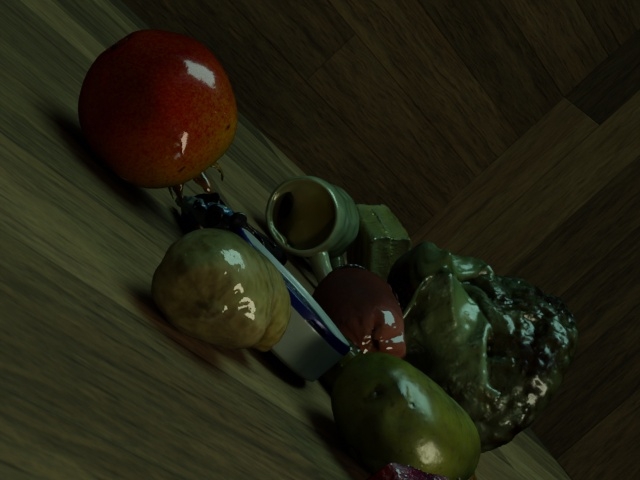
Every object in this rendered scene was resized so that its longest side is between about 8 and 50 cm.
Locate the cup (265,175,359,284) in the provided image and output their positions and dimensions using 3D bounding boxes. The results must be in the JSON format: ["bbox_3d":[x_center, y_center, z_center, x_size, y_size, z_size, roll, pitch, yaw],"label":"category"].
[{"bbox_3d":[0.013,-0.015,2.185,0.255,0.173,0.202,48,8,14],"label":"cup"}]

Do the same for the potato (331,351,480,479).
[{"bbox_3d":[0.110,0.245,1.346,0.197,0.148,0.228,64,14,23],"label":"potato"}]

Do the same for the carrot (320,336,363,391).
[{"bbox_3d":[0.062,0.216,1.511,0.173,0.082,0.082,50,7,21],"label":"carrot"}]

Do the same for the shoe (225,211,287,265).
[{"bbox_3d":[-0.116,0.013,1.688,0.159,0.062,0.053,44,20,-34],"label":"shoe"}]

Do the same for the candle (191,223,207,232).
[{"bbox_3d":[-0.103,0.052,1.568,0.329,0.048,0.051,38,19,-53],"label":"candle"}]

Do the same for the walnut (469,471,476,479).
[{"bbox_3d":[0.180,0.340,1.593,0.143,0.069,0.170,51,6,39],"label":"walnut"}]

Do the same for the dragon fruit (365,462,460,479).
[{"bbox_3d":[0.111,0.318,1.155,0.147,0.102,0.096,28,11,-43],"label":"dragon fruit"}]

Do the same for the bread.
[{"bbox_3d":[0.129,0.062,2.328,0.239,0.111,0.246,-116,-155,-66],"label":"bread"}]

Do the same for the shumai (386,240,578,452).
[{"bbox_3d":[0.263,0.160,1.941,0.348,0.395,0.395,46,7,-15],"label":"shumai"}]

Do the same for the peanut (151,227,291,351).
[{"bbox_3d":[-0.106,0.065,1.175,0.137,0.122,0.253,67,7,13],"label":"peanut"}]

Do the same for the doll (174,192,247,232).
[{"bbox_3d":[-0.168,-0.040,1.541,0.096,0.070,0.195,26,-5,-22],"label":"doll"}]

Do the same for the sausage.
[{"bbox_3d":[0.063,0.131,1.707,0.152,0.152,0.280,45,9,-17],"label":"sausage"}]

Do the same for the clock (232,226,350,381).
[{"bbox_3d":[-0.060,0.089,1.409,0.230,0.083,0.230,47,-1,1],"label":"clock"}]

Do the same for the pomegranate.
[{"bbox_3d":[-0.216,-0.168,1.429,0.257,0.221,0.221,63,-4,-36],"label":"pomegranate"}]
